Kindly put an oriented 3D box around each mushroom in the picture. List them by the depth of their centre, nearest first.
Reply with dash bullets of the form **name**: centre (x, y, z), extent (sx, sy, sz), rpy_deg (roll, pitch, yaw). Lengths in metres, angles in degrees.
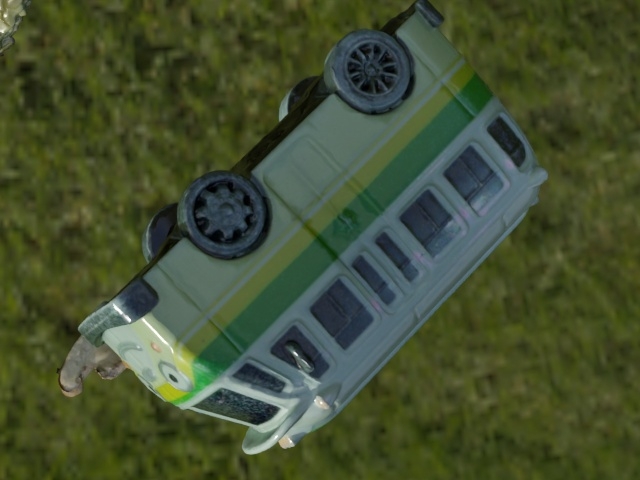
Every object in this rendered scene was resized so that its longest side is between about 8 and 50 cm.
- **mushroom**: centre (-0.163, 0.082, 1.528), extent (0.101, 0.049, 0.019), rpy_deg (-40, 143, -3)

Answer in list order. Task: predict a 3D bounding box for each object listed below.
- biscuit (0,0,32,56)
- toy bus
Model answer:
- **biscuit**: centre (-0.301, -0.280, 1.662), extent (0.187, 0.036, 0.273), rpy_deg (39, 137, 7)
- **toy bus**: centre (0.000, 0.000, 1.209), extent (0.165, 0.276, 0.133), rpy_deg (45, 162, -4)
